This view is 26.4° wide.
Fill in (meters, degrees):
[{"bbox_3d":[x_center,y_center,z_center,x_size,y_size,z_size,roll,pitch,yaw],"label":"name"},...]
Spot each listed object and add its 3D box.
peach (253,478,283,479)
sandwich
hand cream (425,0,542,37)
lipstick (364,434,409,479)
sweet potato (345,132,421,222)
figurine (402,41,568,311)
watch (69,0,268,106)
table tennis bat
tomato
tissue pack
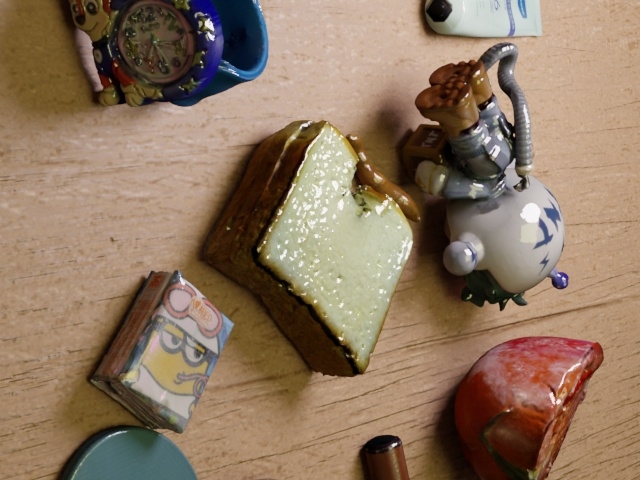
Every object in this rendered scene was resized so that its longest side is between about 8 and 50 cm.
[{"bbox_3d":[-0.047,0.373,1.660,0.152,0.152,0.152,2,87,-48],"label":"peach"},{"bbox_3d":[-0.001,0.000,1.750,0.273,0.095,0.249,49,55,-37],"label":"sandwich"},{"bbox_3d":[0.261,-0.360,2.098,0.321,0.067,0.109,-18,101,-55],"label":"hand cream"},{"bbox_3d":[0.119,0.443,1.898,0.057,0.057,0.356,-22,105,-46],"label":"lipstick"},{"bbox_3d":[0.080,-0.080,1.884,0.179,0.044,0.044,45,57,-29],"label":"sweet potato"},{"bbox_3d":[0.230,-0.067,1.950,0.261,0.186,0.382,-49,128,-30],"label":"figurine"},{"bbox_3d":[-0.160,-0.249,1.549,0.200,0.171,0.196,-35,114,-59],"label":"watch"},{"bbox_3d":[-0.206,0.371,1.550,0.215,0.044,0.329,-20,101,-46],"label":"table tennis bat"},{"bbox_3d":[0.291,0.239,2.017,0.309,0.170,0.309,-58,164,-26],"label":"tomato"},{"bbox_3d":[-0.178,0.127,1.570,0.115,0.065,0.155,48,56,-37],"label":"tissue pack"}]
